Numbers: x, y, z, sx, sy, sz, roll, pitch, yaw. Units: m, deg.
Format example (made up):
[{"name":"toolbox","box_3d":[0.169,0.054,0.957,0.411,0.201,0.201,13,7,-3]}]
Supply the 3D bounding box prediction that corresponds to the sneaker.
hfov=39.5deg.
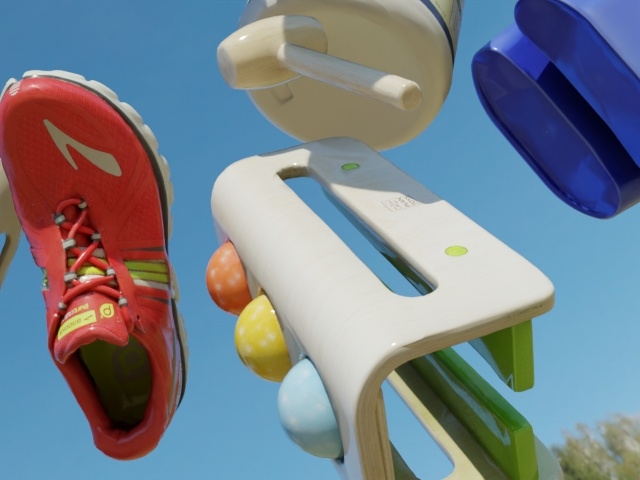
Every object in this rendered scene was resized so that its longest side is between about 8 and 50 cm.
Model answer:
[{"name":"sneaker","box_3d":[-0.145,0.024,0.600,0.107,0.118,0.279,-13,-68,2]}]

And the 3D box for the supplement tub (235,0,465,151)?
[{"name":"supplement tub","box_3d":[0.049,-0.286,1.025,0.235,0.324,0.235,9,-38,7]}]

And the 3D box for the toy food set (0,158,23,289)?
[{"name":"toy food set","box_3d":[-0.494,-0.016,0.993,0.092,0.306,0.219,102,-174,-77]}]

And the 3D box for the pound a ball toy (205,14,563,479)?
[{"name":"pound a ball toy","box_3d":[0.000,0.000,0.531,0.136,0.319,0.208,-18,-62,-14]}]

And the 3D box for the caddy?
[{"name":"caddy","box_3d":[0.358,-0.196,1.117,0.179,0.341,0.241,-32,-10,-30]}]
